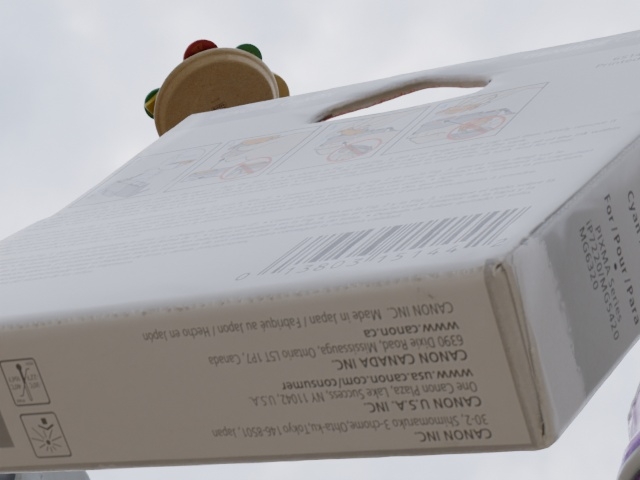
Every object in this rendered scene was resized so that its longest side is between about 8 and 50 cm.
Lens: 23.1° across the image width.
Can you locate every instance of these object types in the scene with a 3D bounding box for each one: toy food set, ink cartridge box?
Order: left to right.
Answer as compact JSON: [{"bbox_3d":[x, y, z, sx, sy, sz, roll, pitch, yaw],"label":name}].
[{"bbox_3d":[-0.064,-0.085,0.962,0.083,0.020,0.082,-40,-53,6],"label":"toy food set"},{"bbox_3d":[0.000,0.000,0.612,0.296,0.261,0.066,-7,-72,34],"label":"ink cartridge box"}]

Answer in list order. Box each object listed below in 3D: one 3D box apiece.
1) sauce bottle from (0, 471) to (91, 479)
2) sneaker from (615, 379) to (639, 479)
[{"bbox_3d":[-0.275,0.200,0.878,0.344,0.111,0.111,-22,-61,25],"label":"sauce bottle"},{"bbox_3d":[0.213,0.129,0.928,0.102,0.161,0.282,37,-25,15],"label":"sneaker"}]
